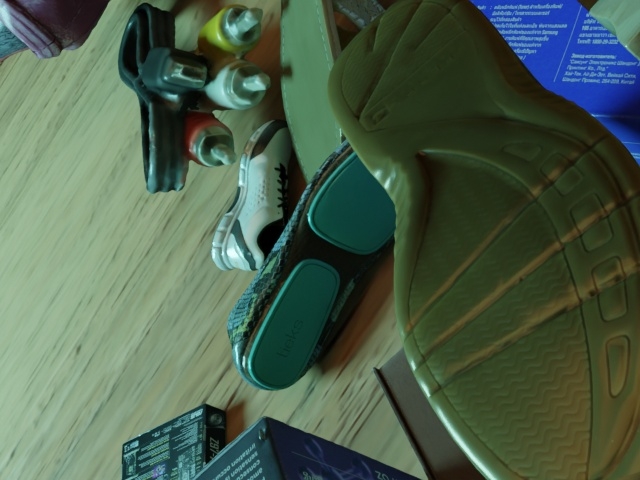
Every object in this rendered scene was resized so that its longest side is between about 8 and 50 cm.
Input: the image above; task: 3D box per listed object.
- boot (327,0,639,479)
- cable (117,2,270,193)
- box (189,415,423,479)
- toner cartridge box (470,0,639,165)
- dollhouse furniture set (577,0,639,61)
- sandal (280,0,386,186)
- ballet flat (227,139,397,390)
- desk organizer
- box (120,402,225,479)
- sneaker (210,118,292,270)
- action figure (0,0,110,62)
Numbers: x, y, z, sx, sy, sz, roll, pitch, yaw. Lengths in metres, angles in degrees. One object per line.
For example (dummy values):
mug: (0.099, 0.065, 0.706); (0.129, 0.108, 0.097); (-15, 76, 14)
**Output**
boot: (0.108, 0.033, 0.462); (0.095, 0.203, 0.262); (-39, 37, 12)
cable: (-0.105, -0.111, 0.897); (0.287, 0.072, 0.139); (-147, 69, -70)
box: (0.018, 0.201, 0.502); (0.108, 0.153, 0.207); (-44, 43, 19)
toner cartridge box: (0.196, -0.114, 0.558); (0.348, 0.075, 0.165); (13, 77, 50)
dollhouse furniture set: (0.183, -0.097, 0.436); (0.129, 0.129, 0.183); (-47, 12, 17)
sandal: (0.014, -0.148, 0.771); (0.088, 0.079, 0.240); (-21, 82, 65)
ballet flat: (0.000, 0.000, 0.716); (0.188, 0.070, 0.070); (-56, 39, 2)
desk organizer: (0.079, 0.099, 0.581); (0.050, 0.047, 0.130); (-44, 42, 16)
box: (-0.095, 0.149, 0.761); (0.083, 0.018, 0.067); (-30, 48, 33)
sneaker: (-0.034, -0.028, 0.793); (0.044, 0.040, 0.109); (10, 78, 33)
action figure: (-0.173, -0.249, 0.973); (0.276, 0.248, 0.370); (38, 90, 24)
